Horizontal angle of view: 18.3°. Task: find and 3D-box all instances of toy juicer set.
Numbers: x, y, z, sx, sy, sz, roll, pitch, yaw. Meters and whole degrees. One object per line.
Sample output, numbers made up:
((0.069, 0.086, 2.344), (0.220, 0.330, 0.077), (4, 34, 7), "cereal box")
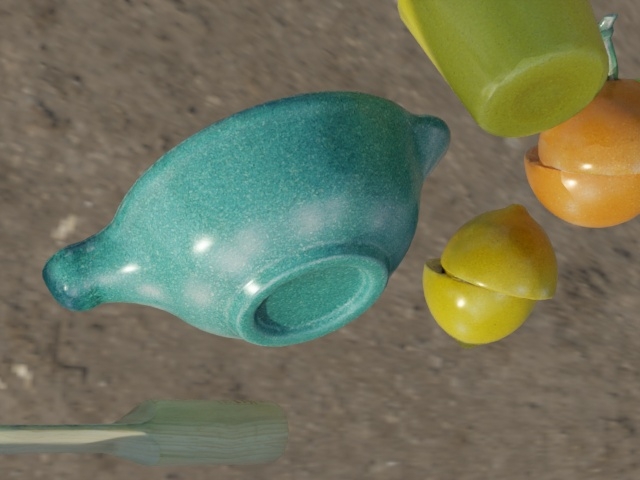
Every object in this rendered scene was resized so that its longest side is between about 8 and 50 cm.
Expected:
((0.000, 0.000, 0.836), (0.329, 0.209, 0.089), (-34, 60, 19), "toy juicer set")
